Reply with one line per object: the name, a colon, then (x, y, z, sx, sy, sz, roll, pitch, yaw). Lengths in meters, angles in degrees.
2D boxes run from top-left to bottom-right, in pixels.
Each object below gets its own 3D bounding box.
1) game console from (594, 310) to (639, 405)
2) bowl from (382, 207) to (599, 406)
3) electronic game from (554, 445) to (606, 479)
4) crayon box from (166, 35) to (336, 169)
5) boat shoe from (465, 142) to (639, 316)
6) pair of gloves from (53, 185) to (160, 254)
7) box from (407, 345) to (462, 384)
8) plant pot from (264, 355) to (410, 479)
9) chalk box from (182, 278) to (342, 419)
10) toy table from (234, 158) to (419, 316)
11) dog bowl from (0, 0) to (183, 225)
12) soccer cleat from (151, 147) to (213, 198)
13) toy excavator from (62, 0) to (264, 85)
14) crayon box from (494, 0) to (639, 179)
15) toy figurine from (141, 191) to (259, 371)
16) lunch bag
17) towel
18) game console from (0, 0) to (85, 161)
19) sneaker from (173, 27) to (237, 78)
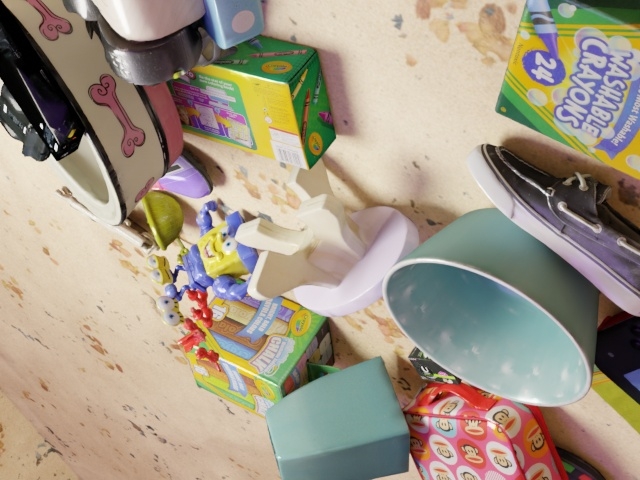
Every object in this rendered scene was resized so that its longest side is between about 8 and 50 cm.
game console: (0.589, 0.205, 1.415, 0.386, 0.060, 0.342, 40, 150, -8)
bowl: (0.258, 0.073, 1.453, 0.311, 0.163, 0.311, 26, 151, 16)
electronic game: (0.433, 0.445, 1.915, 0.229, 0.048, 0.229, 26, 148, 18)
crayon box: (-0.124, -0.218, 1.524, 0.278, 0.081, 0.165, 19, 145, 27)
boat shoe: (0.321, -0.038, 1.317, 0.301, 0.108, 0.102, 43, 119, 13)
pair of gloves: (-0.399, -0.038, 1.999, 0.204, 0.042, 0.240, 36, 179, 0)
box: (0.206, 0.207, 1.810, 0.083, 0.052, 0.062, 4, 137, 44)
plant pot: (0.026, 0.347, 1.913, 0.165, 0.234, 0.165, 86, 167, -52)
chalk box: (-0.089, 0.228, 2.012, 0.289, 0.179, 0.180, 22, 147, 23)
toy table: (0.000, 0.000, 1.578, 0.161, 0.252, 0.274, 31, 142, -26)
dog bowl: (-0.362, -0.230, 1.584, 0.408, 0.150, 0.408, 45, 159, 23)
soccer cleat: (-0.334, -0.132, 1.821, 0.318, 0.116, 0.108, 26, 148, 17)
toy excavator: (-0.046, -0.345, 1.098, 0.433, 0.445, 0.222, 51, 164, 37)
crayon box: (0.362, -0.159, 1.115, 0.323, 0.083, 0.203, 27, 149, 14)
toy figurine: (-0.174, 0.025, 1.875, 0.191, 0.217, 0.362, 50, -166, -48)
lunch bag: (0.273, 0.356, 1.851, 0.293, 0.120, 0.258, -3, 118, 53)
towel: (0.472, 0.237, 1.615, 0.237, 0.021, 0.102, 43, 150, -12)
game console: (-0.421, -0.199, 1.486, 0.213, 0.044, 0.361, 57, 160, -3)
sneaker: (-0.159, -0.355, 1.356, 0.111, 0.121, 0.300, 48, 142, 37)
